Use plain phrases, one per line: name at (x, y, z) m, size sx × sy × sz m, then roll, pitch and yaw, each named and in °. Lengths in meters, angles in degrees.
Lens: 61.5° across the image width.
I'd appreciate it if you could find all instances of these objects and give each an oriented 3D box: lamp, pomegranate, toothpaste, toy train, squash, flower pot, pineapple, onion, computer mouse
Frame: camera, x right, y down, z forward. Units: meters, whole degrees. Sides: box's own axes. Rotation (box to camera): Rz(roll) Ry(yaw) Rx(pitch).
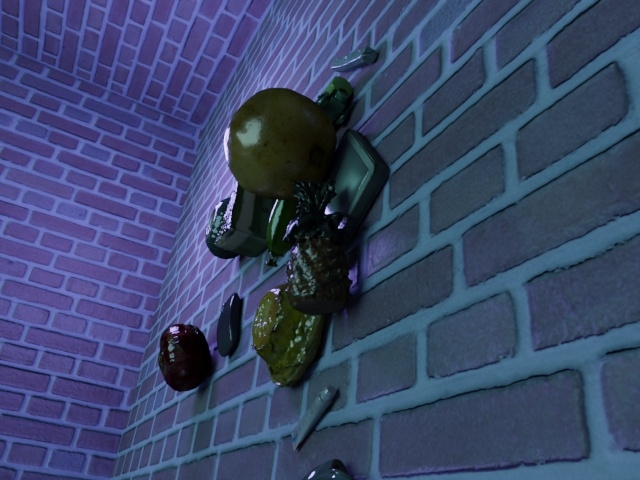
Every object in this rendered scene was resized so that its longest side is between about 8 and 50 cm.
lamp at (0.053, -0.116, 1.321) m, size 0.267 × 0.047 × 0.269 m, roll -60°, pitch 24°, yaw 22°
pomegranate at (-0.099, -0.240, 1.382) m, size 0.307 × 0.307 × 0.307 m, roll -49°, pitch 31°, yaw 42°
toothpaste at (-0.018, 0.366, 1.114) m, size 0.190 × 0.031 × 0.048 m, roll -60°, pitch 27°, yaw 31°
toy train at (0.005, -0.369, 1.585) m, size 0.253 × 0.105 × 0.157 m, roll -46°, pitch 19°, yaw 43°
squash at (-0.081, -0.104, 1.553) m, size 0.101 × 0.101 × 0.379 m, roll 17°, pitch 89°, yaw 68°
flower pot at (-0.344, -0.048, 2.039) m, size 0.189 × 0.157 × 0.243 m, roll 10°, pitch 83°, yaw 66°
pineapple at (0.000, 0.000, 1.179) m, size 0.170 × 0.141 × 0.310 m, roll -10°, pitch 66°, yaw 17°
onion at (-0.494, 0.421, 1.955) m, size 0.246 × 0.190 × 0.247 m, roll 10°, pitch 101°, yaw 61°
computer mouse at (-0.315, 0.282, 1.828) m, size 0.120 × 0.057 × 0.232 m, roll -51°, pitch 30°, yaw 38°

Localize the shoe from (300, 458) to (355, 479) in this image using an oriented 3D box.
shoe at (0.024, 0.425, 0.936) m, size 0.078 × 0.079 × 0.195 m, roll -42°, pitch -6°, yaw -35°

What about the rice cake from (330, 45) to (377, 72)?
rice cake at (0.095, -0.521, 1.559) m, size 0.042 × 0.045 × 0.245 m, roll -67°, pitch 22°, yaw 0°

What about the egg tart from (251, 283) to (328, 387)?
egg tart at (-0.088, 0.202, 1.297) m, size 0.295 × 0.116 × 0.295 m, roll -51°, pitch 29°, yaw 43°

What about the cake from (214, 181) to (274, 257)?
cake at (-0.263, -0.080, 1.878) m, size 0.172 × 0.158 × 0.284 m, roll -50°, pitch 28°, yaw 43°
